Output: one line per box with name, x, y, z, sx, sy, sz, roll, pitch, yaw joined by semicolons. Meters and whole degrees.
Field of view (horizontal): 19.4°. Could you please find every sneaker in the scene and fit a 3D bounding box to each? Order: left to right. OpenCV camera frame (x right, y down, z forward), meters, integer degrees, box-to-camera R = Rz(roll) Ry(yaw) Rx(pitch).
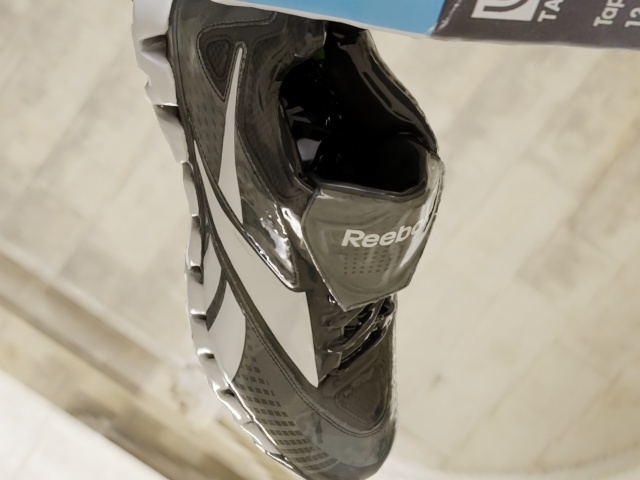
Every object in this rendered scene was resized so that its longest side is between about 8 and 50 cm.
sneaker;0.000;0.000;0.685;0.078;0.234;0.106;-30;-151;-32

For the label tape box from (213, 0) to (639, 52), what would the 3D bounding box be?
label tape box;0.150;-0.176;0.535;0.115;0.348;0.249;-101;-160;-44
